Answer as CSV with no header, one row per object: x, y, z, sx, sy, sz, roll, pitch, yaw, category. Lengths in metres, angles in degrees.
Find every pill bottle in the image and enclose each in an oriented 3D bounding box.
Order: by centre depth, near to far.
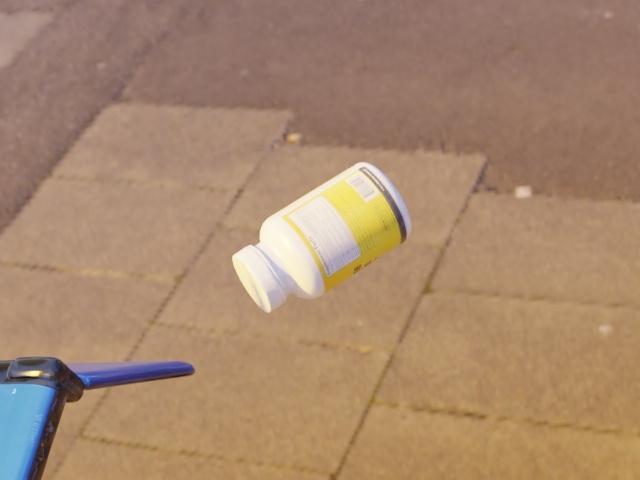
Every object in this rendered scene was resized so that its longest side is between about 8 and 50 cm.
0.000,0.000,1.550,0.184,0.103,0.103,-32,41,-15,pill bottle

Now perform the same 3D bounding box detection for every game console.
-0.274,0.167,1.033,0.293,0.173,0.250,-5,56,28,game console
